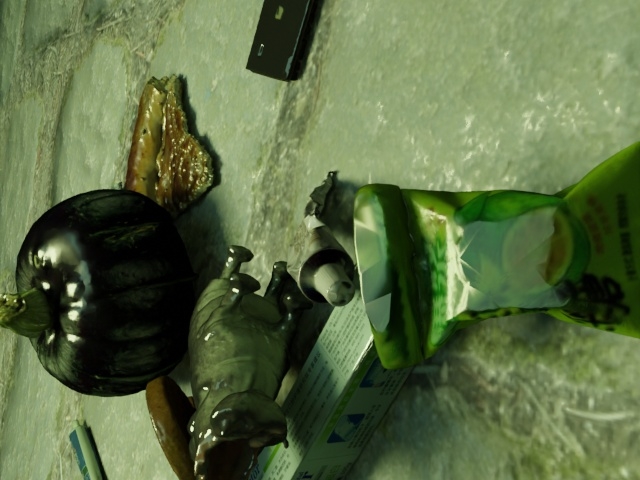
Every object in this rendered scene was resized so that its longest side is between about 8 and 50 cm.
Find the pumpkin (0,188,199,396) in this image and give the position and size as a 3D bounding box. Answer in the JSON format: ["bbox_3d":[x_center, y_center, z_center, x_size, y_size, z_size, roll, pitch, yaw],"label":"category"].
[{"bbox_3d":[-0.326,0.084,0.908,0.295,0.295,0.296,-12,75,49],"label":"pumpkin"}]

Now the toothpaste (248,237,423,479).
[{"bbox_3d":[0.019,0.150,0.628,0.067,0.081,0.337,50,121,44],"label":"toothpaste"}]

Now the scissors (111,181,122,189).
[{"bbox_3d":[-0.448,0.029,1.264,0.360,0.029,0.191,-56,50,25],"label":"scissors"}]

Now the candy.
[{"bbox_3d":[0.149,0.014,0.482,0.246,0.069,0.149,-9,85,27],"label":"candy"}]

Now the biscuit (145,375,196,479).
[{"bbox_3d":[-0.132,0.238,0.716,0.180,0.039,0.236,56,169,44],"label":"biscuit"}]

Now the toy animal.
[{"bbox_3d":[-0.078,0.121,0.630,0.343,0.106,0.168,-98,31,-65],"label":"toy animal"}]

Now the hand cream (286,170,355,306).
[{"bbox_3d":[-0.004,-0.001,0.634,0.257,0.050,0.084,-103,34,-67],"label":"hand cream"}]

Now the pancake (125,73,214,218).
[{"bbox_3d":[-0.236,-0.135,1.007,0.244,0.057,0.266,14,95,51],"label":"pancake"}]

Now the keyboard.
[{"bbox_3d":[-0.019,-0.359,0.809,0.106,0.027,0.317,30,107,45],"label":"keyboard"}]

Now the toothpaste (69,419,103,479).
[{"bbox_3d":[-0.412,0.394,1.150,0.197,0.034,0.057,49,136,41],"label":"toothpaste"}]
